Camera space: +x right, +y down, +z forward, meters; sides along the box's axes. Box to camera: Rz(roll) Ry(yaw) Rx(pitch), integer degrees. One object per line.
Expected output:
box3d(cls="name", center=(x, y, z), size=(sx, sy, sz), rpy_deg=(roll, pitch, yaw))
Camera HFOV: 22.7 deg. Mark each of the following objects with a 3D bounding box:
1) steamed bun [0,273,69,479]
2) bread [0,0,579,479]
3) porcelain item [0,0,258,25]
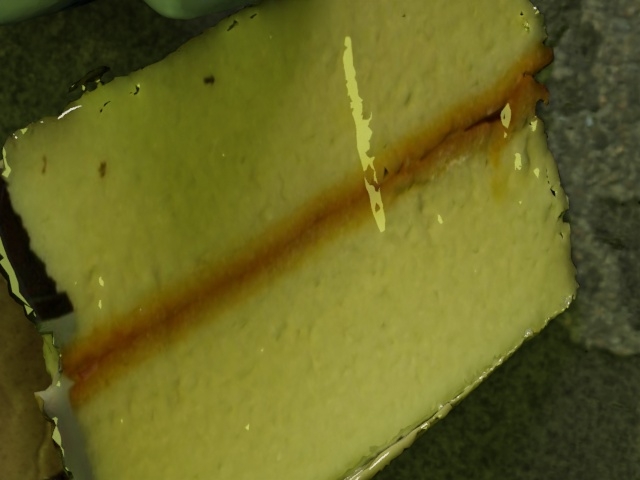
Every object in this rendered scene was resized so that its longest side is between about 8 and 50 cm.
box3d(cls="steamed bun", center=(-0.314, 0.096, 1.108), size=(0.301, 0.199, 0.252), rpy_deg=(-19, 106, -11))
box3d(cls="bread", center=(0.000, 0.000, 1.039), size=(0.405, 0.242, 0.346), rpy_deg=(-27, 93, 14))
box3d(cls="porcelain item", center=(-0.216, -0.238, 1.010), size=(0.405, 0.242, 0.178), rpy_deg=(11, 112, 28))
